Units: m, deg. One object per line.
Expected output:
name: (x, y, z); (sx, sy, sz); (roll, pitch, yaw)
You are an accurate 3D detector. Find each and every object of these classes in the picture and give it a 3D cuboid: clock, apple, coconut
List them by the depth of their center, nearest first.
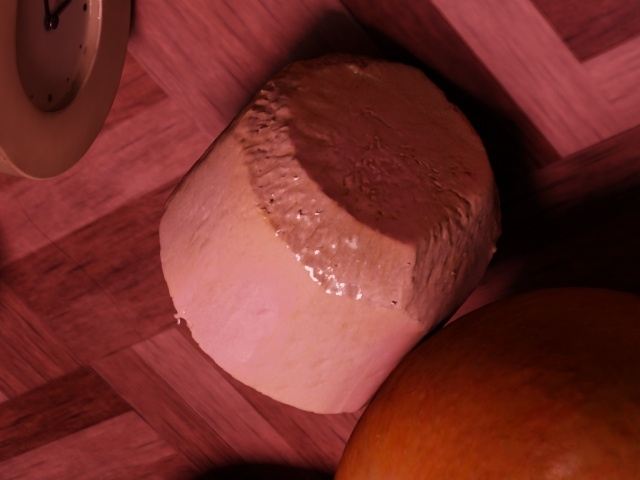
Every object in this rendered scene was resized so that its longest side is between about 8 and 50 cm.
apple: (0.179, 0.230, 1.290); (0.400, 0.333, 0.400); (14, 109, 46)
clock: (-0.202, -0.160, 1.338); (0.029, 0.235, 0.235); (8, 134, 19)
coconut: (0.000, 0.000, 1.401); (0.239, 0.239, 0.244); (33, 135, -5)
